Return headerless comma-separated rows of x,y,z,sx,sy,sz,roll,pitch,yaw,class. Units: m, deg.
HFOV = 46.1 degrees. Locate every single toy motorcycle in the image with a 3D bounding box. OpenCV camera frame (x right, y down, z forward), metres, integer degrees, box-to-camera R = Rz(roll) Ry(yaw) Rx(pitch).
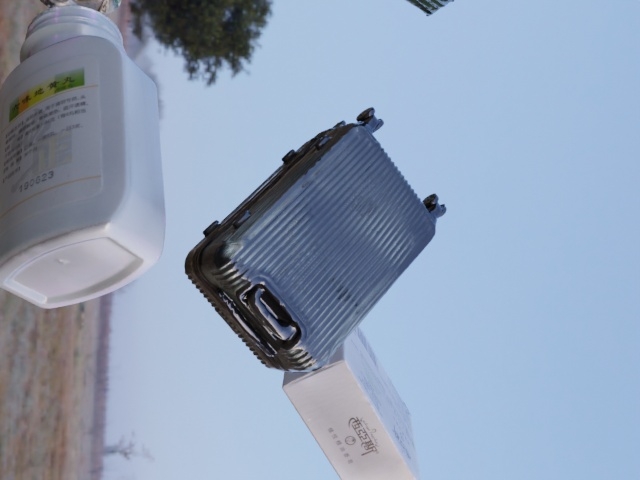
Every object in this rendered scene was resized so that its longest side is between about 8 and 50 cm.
-0.482,-0.487,1.510,0.229,0.130,0.093,-3,-108,57,toy motorcycle

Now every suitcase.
0.000,0.000,0.918,0.202,0.312,0.128,51,-29,-16,suitcase

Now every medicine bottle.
-0.260,-0.103,0.797,0.124,0.179,0.324,43,29,-54,medicine bottle

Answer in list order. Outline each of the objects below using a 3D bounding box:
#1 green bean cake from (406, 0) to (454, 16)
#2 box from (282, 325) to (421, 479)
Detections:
0.168,-0.412,0.995,0.193,0.107,0.208,-62,-176,5,green bean cake
0.051,0.251,1.164,0.260,0.111,0.194,63,11,-18,box
